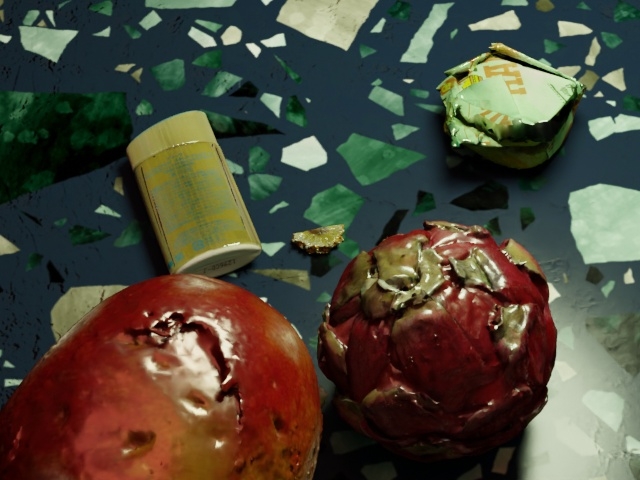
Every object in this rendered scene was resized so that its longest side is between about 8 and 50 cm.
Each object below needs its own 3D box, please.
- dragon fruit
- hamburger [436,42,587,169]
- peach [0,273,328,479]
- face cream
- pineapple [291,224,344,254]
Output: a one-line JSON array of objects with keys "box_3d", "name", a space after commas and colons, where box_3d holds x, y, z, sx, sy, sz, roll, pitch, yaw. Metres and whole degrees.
[{"box_3d": [0.149, 0.132, 1.743, 0.329, 0.329, 0.329, -1, 54, 2], "name": "dragon fruit"}, {"box_3d": [0.272, -0.191, 2.081, 0.214, 0.125, 0.235, 18, 53, 22], "name": "hamburger"}, {"box_3d": [-0.161, 0.224, 1.454, 0.339, 0.353, 0.416, 35, 41, -6], "name": "peach"}, {"box_3d": [-0.196, -0.072, 2.047, 0.139, 0.067, 0.285, -17, 56, -11], "name": "face cream"}, {"box_3d": [0.000, 0.000, 2.016, 0.083, 0.019, 0.045, -9, 51, -8], "name": "pineapple"}]
